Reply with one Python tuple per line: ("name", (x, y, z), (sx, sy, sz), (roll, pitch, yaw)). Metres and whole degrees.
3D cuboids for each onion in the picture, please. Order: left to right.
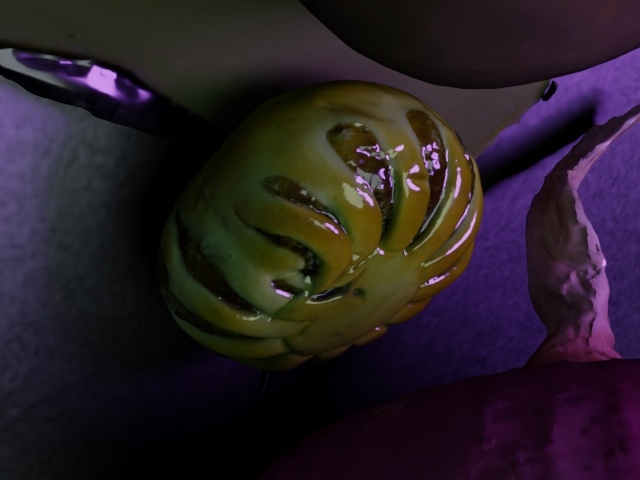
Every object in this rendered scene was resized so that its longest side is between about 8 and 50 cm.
("onion", (0.099, 0.153, 0.807), (0.358, 0.345, 0.358), (-33, 167, -9))

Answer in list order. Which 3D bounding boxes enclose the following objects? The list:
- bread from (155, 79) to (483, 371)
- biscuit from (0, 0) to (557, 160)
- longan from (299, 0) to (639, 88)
("bread", (0.000, 0.000, 0.774), (0.139, 0.071, 0.130), (-35, 149, 19))
("biscuit", (-0.045, -0.083, 0.733), (0.322, 0.038, 0.099), (17, 127, -40))
("longan", (0.069, -0.170, 0.657), (0.246, 0.215, 0.246), (10, 72, -33))
